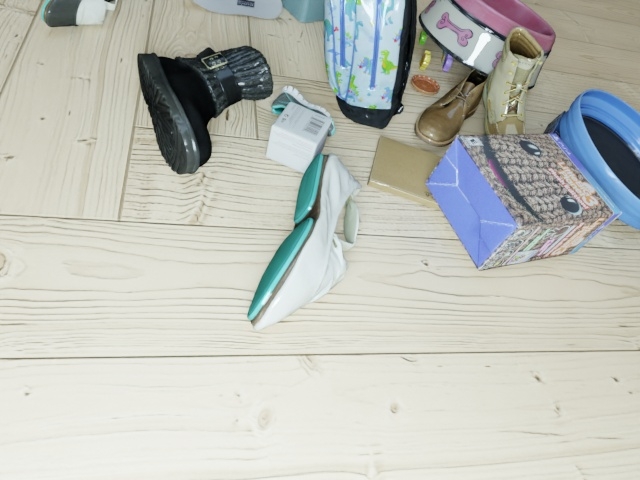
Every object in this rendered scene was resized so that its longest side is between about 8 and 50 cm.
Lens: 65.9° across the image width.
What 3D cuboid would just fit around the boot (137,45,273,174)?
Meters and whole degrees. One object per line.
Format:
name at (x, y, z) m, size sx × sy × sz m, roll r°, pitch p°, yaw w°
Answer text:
boot at (-0.208, -0.283, 1.004) m, size 0.259 × 0.131 × 0.348 m, roll -11°, pitch 55°, yaw -25°

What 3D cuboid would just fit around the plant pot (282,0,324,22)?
plant pot at (-0.002, -0.827, 1.441) m, size 0.247 × 0.252 × 0.247 m, roll -24°, pitch 62°, yaw -32°

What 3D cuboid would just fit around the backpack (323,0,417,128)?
backpack at (0.115, -0.494, 1.133) m, size 0.273 × 0.356 × 0.290 m, roll 17°, pitch 49°, yaw -2°

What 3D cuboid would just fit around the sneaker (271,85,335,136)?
sneaker at (-0.042, -0.274, 1.108) m, size 0.166 × 0.065 × 0.076 m, roll 37°, pitch 67°, yaw 18°

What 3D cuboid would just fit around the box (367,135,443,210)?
box at (0.213, -0.148, 1.098) m, size 0.201 × 0.021 × 0.165 m, roll 19°, pitch 48°, yaw -1°

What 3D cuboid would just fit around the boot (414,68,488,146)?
boot at (0.330, -0.338, 1.233) m, size 0.112 × 0.115 × 0.305 m, roll 35°, pitch 51°, yaw 10°

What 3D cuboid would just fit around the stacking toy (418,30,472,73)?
stacking toy at (0.379, -0.555, 1.469) m, size 0.166 × 0.052 × 0.221 m, roll 15°, pitch 48°, yaw -5°

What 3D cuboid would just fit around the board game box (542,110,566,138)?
board game box at (0.624, -0.219, 1.247) m, size 0.194 × 0.060 × 0.194 m, roll -28°, pitch 76°, yaw -38°

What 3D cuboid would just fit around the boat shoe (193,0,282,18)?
boat shoe at (-0.236, -0.682, 1.352) m, size 0.267 × 0.096 × 0.088 m, roll 0°, pitch 47°, yaw -19°

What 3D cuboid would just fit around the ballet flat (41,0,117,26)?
ballet flat at (-0.543, -0.573, 1.169) m, size 0.096 × 0.095 × 0.281 m, roll 24°, pitch 47°, yaw -13°

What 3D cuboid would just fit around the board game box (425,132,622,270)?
board game box at (0.407, -0.088, 1.012) m, size 0.290 × 0.141 × 0.232 m, roll -8°, pitch 57°, yaw -27°

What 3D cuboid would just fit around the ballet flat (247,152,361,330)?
ballet flat at (0.000, 0.000, 0.851) m, size 0.139 × 0.139 × 0.401 m, roll 19°, pitch 48°, yaw -1°

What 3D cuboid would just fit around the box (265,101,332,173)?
box at (-0.045, -0.212, 1.026) m, size 0.101 × 0.087 × 0.101 m, roll 23°, pitch 48°, yaw 3°

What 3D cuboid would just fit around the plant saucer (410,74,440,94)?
plant saucer at (0.287, -0.426, 1.358) m, size 0.083 × 0.013 × 0.084 m, roll 9°, pitch 49°, yaw -10°

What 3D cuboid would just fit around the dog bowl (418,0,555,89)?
dog bowl at (0.502, -0.625, 1.453) m, size 0.407 × 0.150 × 0.408 m, roll 17°, pitch 41°, yaw -16°

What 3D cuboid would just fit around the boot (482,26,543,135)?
boot at (0.476, -0.358, 1.209) m, size 0.095 × 0.203 × 0.262 m, roll 0°, pitch 66°, yaw -2°

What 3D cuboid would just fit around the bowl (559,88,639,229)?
bowl at (0.748, -0.196, 1.214) m, size 0.390 × 0.077 × 0.392 m, roll 15°, pitch 56°, yaw -23°
